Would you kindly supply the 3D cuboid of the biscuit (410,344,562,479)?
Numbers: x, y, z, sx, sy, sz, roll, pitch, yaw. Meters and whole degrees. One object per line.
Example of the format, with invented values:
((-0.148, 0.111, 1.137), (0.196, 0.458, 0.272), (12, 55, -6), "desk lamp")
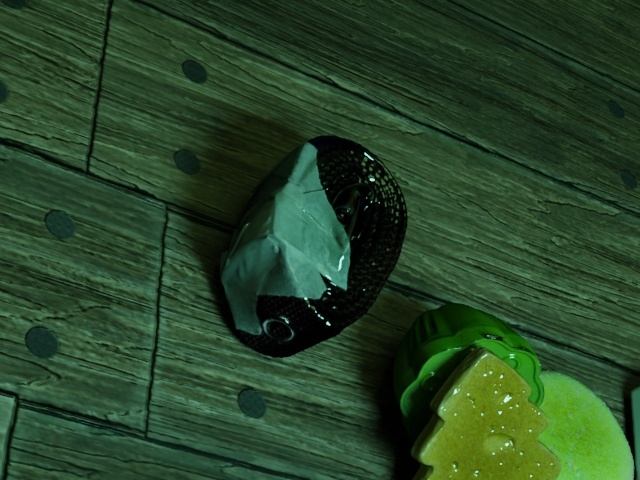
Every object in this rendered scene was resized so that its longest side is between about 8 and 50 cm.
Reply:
((0.183, 0.229, 1.445), (0.212, 0.239, 0.041), (-10, 21, -20), "biscuit")

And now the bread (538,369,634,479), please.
((0.325, 0.268, 1.630), (0.228, 0.033, 0.229), (20, 51, -26), "bread")

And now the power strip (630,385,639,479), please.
((0.471, 0.318, 1.678), (0.098, 0.058, 0.338), (32, 45, -27), "power strip")

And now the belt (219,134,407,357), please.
((0.000, 0.000, 1.487), (0.184, 0.164, 0.289), (42, 43, -17), "belt")

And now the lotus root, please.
((0.164, 0.141, 1.526), (0.186, 0.186, 0.186), (20, 49, -25), "lotus root")
